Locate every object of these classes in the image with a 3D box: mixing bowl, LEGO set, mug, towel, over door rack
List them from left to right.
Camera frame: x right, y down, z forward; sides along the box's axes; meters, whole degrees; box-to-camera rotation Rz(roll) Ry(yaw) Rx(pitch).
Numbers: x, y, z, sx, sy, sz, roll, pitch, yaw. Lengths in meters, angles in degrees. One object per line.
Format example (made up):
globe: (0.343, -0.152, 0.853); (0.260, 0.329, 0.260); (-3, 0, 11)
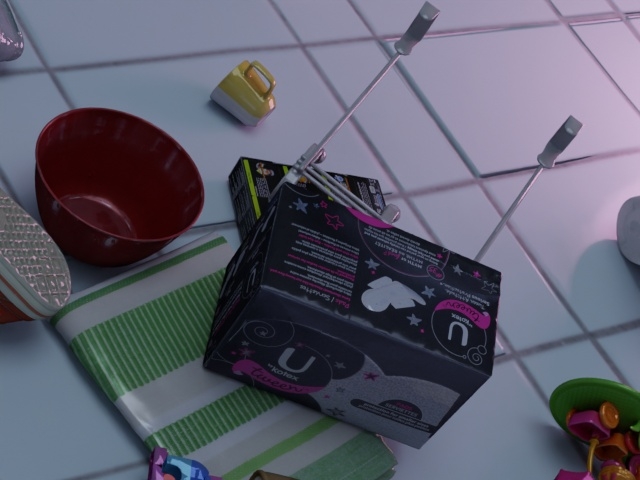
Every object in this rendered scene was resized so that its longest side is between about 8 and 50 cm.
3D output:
mixing bowl: (-0.221, -0.039, 1.746); (0.181, 0.098, 0.181); (18, 42, -17)
LEGO set: (-0.106, 0.278, 1.497); (0.093, 0.087, 0.227); (13, 52, -14)
towel: (-0.095, 0.151, 1.694); (0.248, 0.038, 0.325); (-24, 68, -43)
mug: (-0.086, -0.169, 1.985); (0.062, 0.078, 0.064); (-43, 89, -11)
over door rack: (0.118, -0.078, 1.913); (0.239, 0.108, 0.324); (38, 60, 1)

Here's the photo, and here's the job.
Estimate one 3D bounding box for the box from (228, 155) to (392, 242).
box: (0.000, 0.000, 1.894); (0.184, 0.045, 0.191); (6, 48, -26)

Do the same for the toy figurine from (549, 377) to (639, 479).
toy figurine: (0.301, 0.261, 1.811); (0.173, 0.130, 0.159); (45, 50, -25)

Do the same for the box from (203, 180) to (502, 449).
box: (0.032, 0.081, 1.686); (0.247, 0.163, 0.142); (23, 48, -12)

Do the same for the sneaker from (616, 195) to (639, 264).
sneaker: (0.541, 0.016, 2.087); (0.236, 0.130, 0.323); (0, 17, -25)

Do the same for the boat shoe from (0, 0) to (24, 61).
boat shoe: (-0.402, -0.281, 1.893); (0.081, 0.079, 0.227); (8, 42, -54)

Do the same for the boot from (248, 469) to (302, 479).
boot: (0.062, 0.339, 1.560); (0.269, 0.089, 0.236); (15, 39, -26)

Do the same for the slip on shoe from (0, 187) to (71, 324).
slip on shoe: (-0.363, -0.039, 1.553); (0.331, 0.101, 0.123); (52, 27, -32)
